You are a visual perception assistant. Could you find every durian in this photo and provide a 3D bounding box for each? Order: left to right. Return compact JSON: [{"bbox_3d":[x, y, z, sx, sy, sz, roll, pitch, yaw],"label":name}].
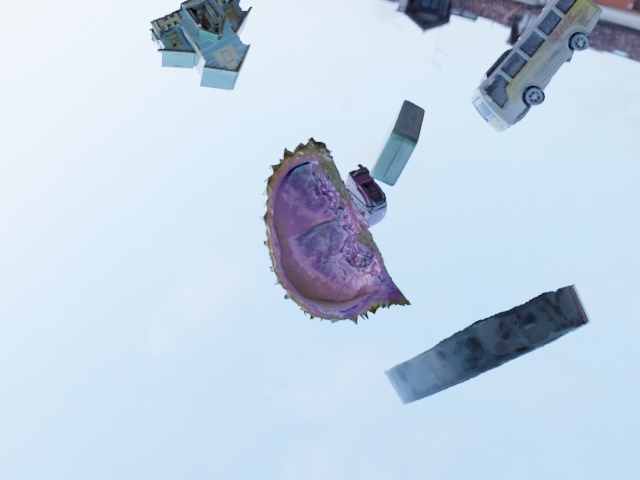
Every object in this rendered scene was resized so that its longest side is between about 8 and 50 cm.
[{"bbox_3d":[-0.001,-0.001,1.074,0.341,0.191,0.112,62,-168,10],"label":"durian"}]

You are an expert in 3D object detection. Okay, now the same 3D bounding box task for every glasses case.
[{"bbox_3d":[0.115,-0.147,0.920,0.039,0.077,0.184,26,-152,0],"label":"glasses case"}]

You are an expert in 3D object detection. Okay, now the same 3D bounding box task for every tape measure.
[{"bbox_3d":[0.089,-0.089,1.394,0.074,0.118,0.125,-21,-114,-29],"label":"tape measure"}]

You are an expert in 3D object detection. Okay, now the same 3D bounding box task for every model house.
[{"bbox_3d":[-0.266,-0.487,1.570,0.271,0.178,0.206,-31,-87,-19],"label":"model house"}]

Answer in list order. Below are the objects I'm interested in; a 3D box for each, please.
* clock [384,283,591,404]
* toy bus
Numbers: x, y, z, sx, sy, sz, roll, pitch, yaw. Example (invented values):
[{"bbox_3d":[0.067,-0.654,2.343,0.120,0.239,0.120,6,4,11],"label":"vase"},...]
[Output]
[{"bbox_3d":[0.257,0.164,0.976,0.325,0.325,0.067,-16,-107,-30],"label":"clock"},{"bbox_3d":[0.490,-0.409,1.422,0.138,0.342,0.097,41,180,-2],"label":"toy bus"}]
